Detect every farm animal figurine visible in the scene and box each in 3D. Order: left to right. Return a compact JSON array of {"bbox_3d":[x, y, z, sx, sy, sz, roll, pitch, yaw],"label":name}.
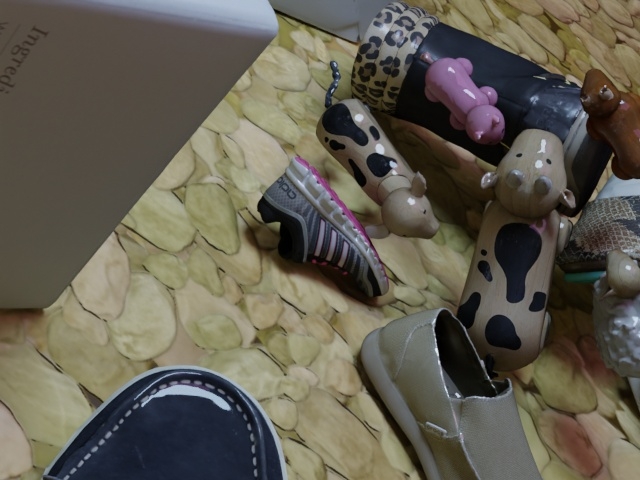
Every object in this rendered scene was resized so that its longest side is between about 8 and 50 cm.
[{"bbox_3d":[0.163,-0.023,1.368,0.172,0.330,0.327,-13,98,-77],"label":"farm animal figurine"}]

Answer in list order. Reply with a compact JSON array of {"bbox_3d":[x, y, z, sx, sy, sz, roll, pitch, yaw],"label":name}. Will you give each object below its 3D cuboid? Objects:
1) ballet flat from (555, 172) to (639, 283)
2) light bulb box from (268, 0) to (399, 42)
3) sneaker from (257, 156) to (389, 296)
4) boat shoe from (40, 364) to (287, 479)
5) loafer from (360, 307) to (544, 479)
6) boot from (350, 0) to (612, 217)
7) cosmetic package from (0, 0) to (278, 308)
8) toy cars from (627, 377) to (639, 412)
[{"bbox_3d":[0.405,-0.005,1.655,0.483,0.164,0.182,17,75,-51],"label":"ballet flat"},{"bbox_3d":[0.025,-0.495,1.680,0.225,0.358,0.361,18,41,-38],"label":"light bulb box"},{"bbox_3d":[0.000,0.000,1.361,0.170,0.075,0.063,50,7,-33],"label":"sneaker"},{"bbox_3d":[-0.116,0.222,0.853,0.186,0.156,0.500,23,34,1],"label":"boat shoe"},{"bbox_3d":[0.137,0.171,1.277,0.268,0.092,0.102,53,33,15],"label":"loafer"},{"bbox_3d":[0.190,-0.145,1.634,0.284,0.138,0.377,26,4,8],"label":"boot"},{"bbox_3d":[-0.313,-0.172,0.958,0.393,0.327,0.329,2,51,-46],"label":"cosmetic package"},{"bbox_3d":[0.398,0.233,1.496,0.176,0.087,0.394,57,14,-52],"label":"toy cars"}]
